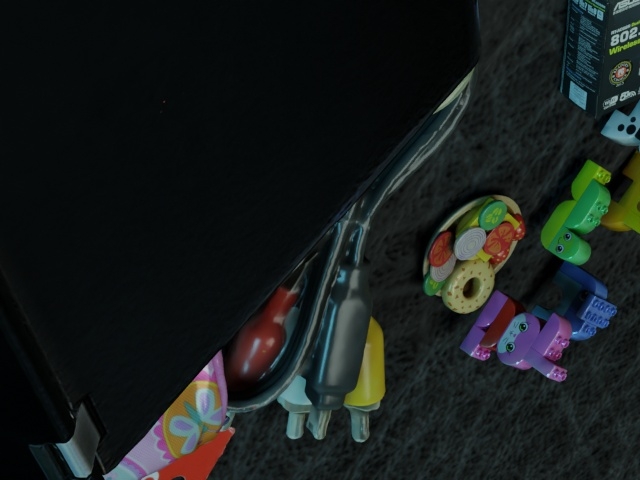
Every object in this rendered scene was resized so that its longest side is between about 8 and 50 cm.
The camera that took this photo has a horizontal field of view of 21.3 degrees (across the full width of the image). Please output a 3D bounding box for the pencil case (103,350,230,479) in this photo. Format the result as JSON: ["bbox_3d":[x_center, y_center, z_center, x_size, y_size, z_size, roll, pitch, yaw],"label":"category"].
[{"bbox_3d":[-0.185,0.097,0.877,0.284,0.124,0.124,-23,136,-25],"label":"pencil case"}]

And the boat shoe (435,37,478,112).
[{"bbox_3d":[-0.080,-0.067,0.819,0.302,0.103,0.113,-10,100,-7],"label":"boat shoe"}]

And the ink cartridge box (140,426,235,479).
[{"bbox_3d":[-0.141,0.175,1.038,0.179,0.045,0.145,12,115,-43],"label":"ink cartridge box"}]

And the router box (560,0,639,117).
[{"bbox_3d":[0.211,-0.141,1.070,0.122,0.038,0.092,-25,136,-23],"label":"router box"}]

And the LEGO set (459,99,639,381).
[{"bbox_3d":[0.206,0.008,1.138,0.087,0.093,0.227,23,101,-54],"label":"LEGO set"}]

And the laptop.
[{"bbox_3d":[-0.158,-0.093,0.599,0.408,0.236,0.382,-1,145,8],"label":"laptop"}]

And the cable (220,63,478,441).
[{"bbox_3d":[0.000,0.000,1.021,0.139,0.072,0.287,5,109,-24],"label":"cable"}]

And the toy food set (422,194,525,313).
[{"bbox_3d":[0.100,0.006,1.116,0.083,0.020,0.082,-48,140,5],"label":"toy food set"}]
